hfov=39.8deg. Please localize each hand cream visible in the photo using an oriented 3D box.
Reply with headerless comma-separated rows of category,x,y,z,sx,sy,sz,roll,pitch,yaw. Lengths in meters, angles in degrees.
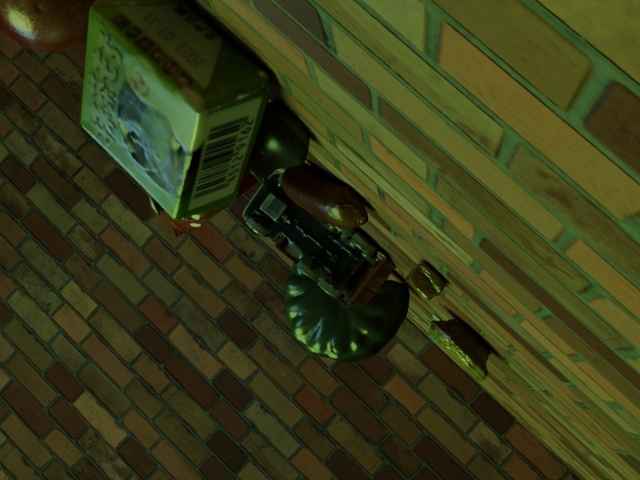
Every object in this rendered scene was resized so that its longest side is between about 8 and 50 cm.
hand cream,0.347,0.257,2.576,0.076,0.047,0.174,43,169,14

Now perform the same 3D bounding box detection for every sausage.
sausage,0.004,-0.085,1.746,0.089,0.083,0.300,58,170,-27

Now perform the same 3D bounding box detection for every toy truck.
toy truck,0.000,0.000,2.259,0.387,0.173,0.207,40,-175,22

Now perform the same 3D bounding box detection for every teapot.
teapot,-0.098,-0.171,1.490,0.165,0.119,0.130,42,177,39

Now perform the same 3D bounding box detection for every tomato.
tomato,-0.591,-0.530,1.889,0.265,0.265,0.265,43,178,2

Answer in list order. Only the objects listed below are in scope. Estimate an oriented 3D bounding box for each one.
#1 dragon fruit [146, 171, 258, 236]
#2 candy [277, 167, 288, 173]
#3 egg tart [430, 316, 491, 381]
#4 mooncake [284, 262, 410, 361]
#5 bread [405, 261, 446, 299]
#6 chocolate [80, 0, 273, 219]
dragon fruit,-0.236,-0.175,1.732,0.226,0.305,0.305,52,176,-10
candy,-0.123,-0.182,2.050,0.124,0.124,0.365,45,170,-34
egg tart,0.337,0.246,2.092,0.191,0.074,0.191,44,178,2
mooncake,0.061,0.165,2.454,0.351,0.351,0.187,43,-171,20
bread,0.203,0.080,1.712,0.074,0.053,0.132,47,178,8
chocolate,-0.240,-0.215,1.374,0.289,0.137,0.301,44,142,15
